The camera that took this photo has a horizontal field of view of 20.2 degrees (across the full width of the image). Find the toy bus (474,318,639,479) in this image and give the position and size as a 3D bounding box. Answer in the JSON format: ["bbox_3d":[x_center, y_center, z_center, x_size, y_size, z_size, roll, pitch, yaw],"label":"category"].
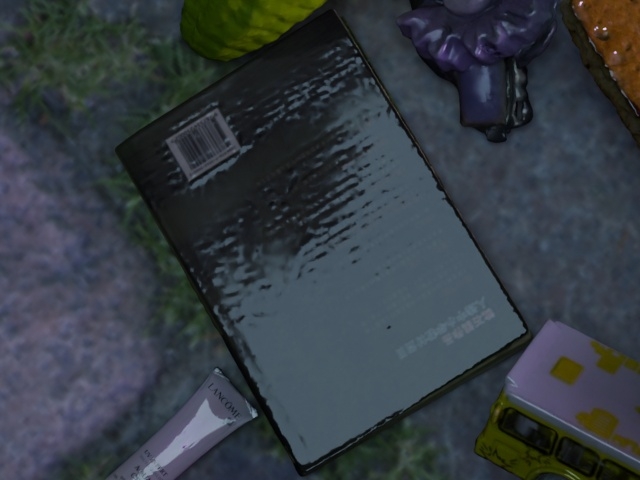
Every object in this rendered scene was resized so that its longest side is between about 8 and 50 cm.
[{"bbox_3d":[0.196,0.132,0.956,0.226,0.074,0.081,29,48,18],"label":"toy bus"}]

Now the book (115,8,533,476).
[{"bbox_3d":[0.000,0.000,1.049,0.160,0.024,0.228,-31,79,4],"label":"book"}]

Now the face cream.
[{"bbox_3d":[-0.089,0.124,1.048,0.115,0.020,0.038,-42,78,-2],"label":"face cream"}]

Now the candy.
[{"bbox_3d":[-0.013,-0.177,1.018,0.096,0.097,0.209,52,125,11],"label":"candy"}]

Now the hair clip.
[{"bbox_3d":[0.085,-0.202,1.045,0.106,0.084,0.292,-6,86,25],"label":"hair clip"}]

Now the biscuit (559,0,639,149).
[{"bbox_3d":[0.237,-0.062,0.999,0.131,0.025,0.231,-25,77,-25],"label":"biscuit"}]
